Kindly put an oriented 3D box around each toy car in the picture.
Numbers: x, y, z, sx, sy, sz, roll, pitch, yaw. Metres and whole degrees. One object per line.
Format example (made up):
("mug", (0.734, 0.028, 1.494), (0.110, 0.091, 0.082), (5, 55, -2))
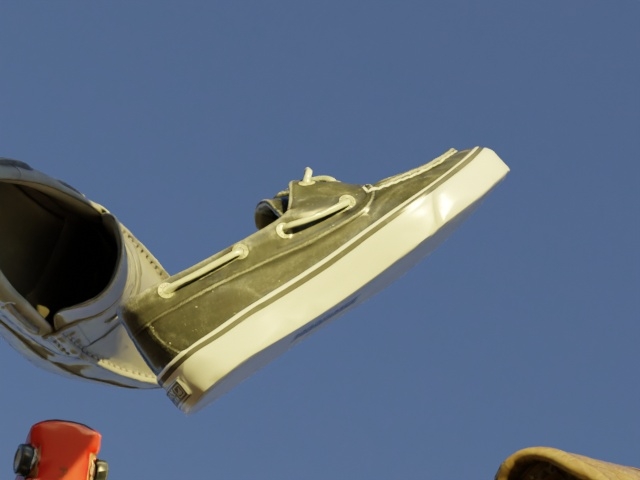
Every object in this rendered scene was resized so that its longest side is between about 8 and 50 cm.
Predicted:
("toy car", (-0.205, 0.259, 1.264), (0.239, 0.225, 0.053), (64, -30, 8))

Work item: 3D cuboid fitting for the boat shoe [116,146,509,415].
("boat shoe", (0.000, 0.000, 0.969), (0.070, 0.219, 0.078), (53, -27, 8))

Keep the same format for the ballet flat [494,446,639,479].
("ballet flat", (0.136, 0.198, 0.789), (0.124, 0.342, 0.116), (33, -67, -27))

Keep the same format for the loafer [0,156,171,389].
("loafer", (-0.172, 0.026, 1.315), (0.111, 0.112, 0.319), (8, -17, 37))
